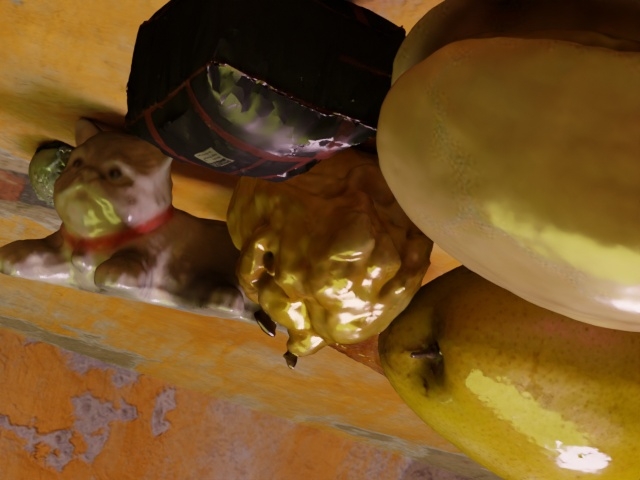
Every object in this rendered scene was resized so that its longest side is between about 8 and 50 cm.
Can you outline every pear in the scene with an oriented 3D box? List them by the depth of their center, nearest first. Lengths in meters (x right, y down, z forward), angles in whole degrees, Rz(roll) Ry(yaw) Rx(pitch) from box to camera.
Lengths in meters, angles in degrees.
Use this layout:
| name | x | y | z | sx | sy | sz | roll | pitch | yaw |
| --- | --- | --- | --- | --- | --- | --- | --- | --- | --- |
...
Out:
| name | x | y | z | sx | sy | sz | roll | pitch | yaw |
| --- | --- | --- | --- | --- | --- | --- | --- | --- | --- |
| pear | 0.227 | 0.132 | 1.850 | 0.336 | 0.285 | 0.285 | -12 | 172 | -15 |

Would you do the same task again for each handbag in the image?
| name | x | y | z | sx | sy | sz | roll | pitch | yaw |
| --- | --- | --- | --- | --- | --- | --- | --- | --- | --- |
| handbag | -0.046 | -0.127 | 1.461 | 0.169 | 0.155 | 0.215 | 14 | 165 | -23 |

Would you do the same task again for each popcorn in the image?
| name | x | y | z | sx | sy | sz | roll | pitch | yaw |
| --- | --- | --- | --- | --- | --- | --- | --- | --- | --- |
| popcorn | 0.000 | -0.002 | 1.802 | 0.190 | 0.191 | 0.253 | 41 | 144 | -14 |

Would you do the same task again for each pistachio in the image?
| name | x | y | z | sx | sy | sz | roll | pitch | yaw |
| --- | --- | --- | --- | --- | --- | --- | --- | --- | --- |
| pistachio | 0.197 | -0.057 | 1.339 | 0.321 | 0.238 | 0.229 | 29 | -153 | -9 |

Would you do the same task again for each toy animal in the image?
| name | x | y | z | sx | sy | sz | roll | pitch | yaw |
| --- | --- | --- | --- | --- | --- | --- | --- | --- | --- |
| toy animal | -0.141 | -0.008 | 1.973 | 0.308 | 0.188 | 0.266 | 6 | 166 | 26 |

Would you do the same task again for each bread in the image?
| name | x | y | z | sx | sy | sz | roll | pitch | yaw |
| --- | --- | --- | --- | --- | --- | --- | --- | --- | --- |
| bread | -0.243 | -0.042 | 2.170 | 0.172 | 0.064 | 0.232 | 11 | 166 | 25 |

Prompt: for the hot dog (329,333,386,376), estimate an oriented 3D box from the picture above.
| name | x | y | z | sx | sy | sz | roll | pitch | yaw |
| --- | --- | --- | --- | --- | --- | --- | --- | --- | --- |
| hot dog | 0.019 | 0.063 | 2.166 | 0.272 | 0.122 | 0.196 | 27 | 167 | -12 |
